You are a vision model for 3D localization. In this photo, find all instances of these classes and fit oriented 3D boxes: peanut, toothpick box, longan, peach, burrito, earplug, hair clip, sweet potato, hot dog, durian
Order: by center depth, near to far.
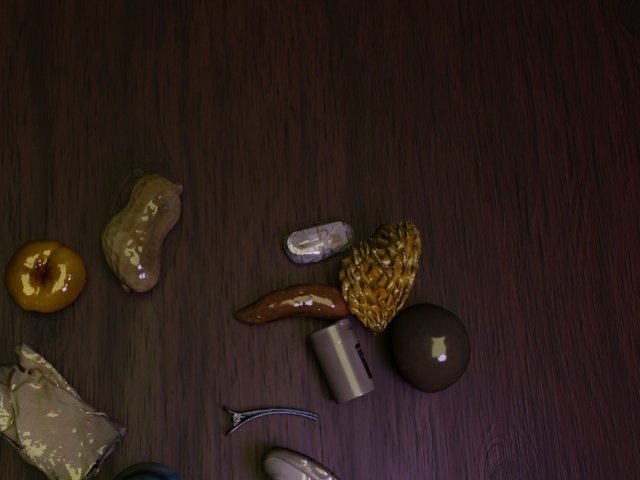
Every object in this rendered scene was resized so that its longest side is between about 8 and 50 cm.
[{"bbox_3d":[-0.363,0.556,1.631,0.185,0.324,0.185,3,74,-11],"label":"earplug"},{"bbox_3d":[-0.599,0.390,1.723,0.332,0.135,0.190,39,63,3],"label":"burrito"},{"bbox_3d":[-0.633,0.084,1.812,0.179,0.103,0.179,3,72,-10],"label":"peach"},{"bbox_3d":[-0.427,-0.026,1.860,0.159,0.143,0.291,21,70,-17],"label":"peanut"},{"bbox_3d":[-0.115,0.416,1.869,0.229,0.039,0.070,-3,75,-14],"label":"hair clip"},{"bbox_3d":[0.051,0.290,1.898,0.111,0.111,0.180,-20,82,-16],"label":"toothpick box"},{"bbox_3d":[0.265,0.256,1.911,0.197,0.196,0.220,-8,66,-14],"label":"longan"},{"bbox_3d":[0.170,0.060,1.913,0.185,0.196,0.305,33,62,-29],"label":"durian"},{"bbox_3d":[-0.064,0.153,1.921,0.292,0.097,0.097,-3,76,-8],"label":"sweet potato"},{"bbox_3d":[0.000,0.000,1.992,0.192,0.053,0.099,-18,81,-18],"label":"hot dog"}]

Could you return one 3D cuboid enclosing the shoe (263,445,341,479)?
[{"bbox_3d":[-0.009,0.621,1.769,0.351,0.172,0.198,38,75,1],"label":"shoe"}]
